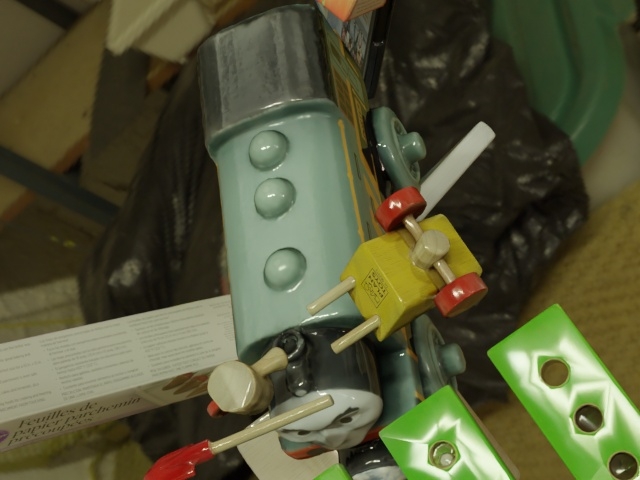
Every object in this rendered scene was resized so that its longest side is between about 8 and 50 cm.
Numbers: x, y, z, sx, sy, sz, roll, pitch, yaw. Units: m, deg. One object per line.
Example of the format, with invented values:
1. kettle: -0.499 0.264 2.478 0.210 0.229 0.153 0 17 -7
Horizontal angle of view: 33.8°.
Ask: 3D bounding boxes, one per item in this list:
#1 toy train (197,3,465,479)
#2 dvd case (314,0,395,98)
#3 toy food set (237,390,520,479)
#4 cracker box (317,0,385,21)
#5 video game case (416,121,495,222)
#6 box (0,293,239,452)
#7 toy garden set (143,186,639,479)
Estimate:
1. toy train: 0.000 0.000 0.730 0.142 0.190 0.334 -17 60 18
2. dvd case: 0.040 -0.291 1.030 0.253 0.022 0.180 101 157 -44
3. toy food set: 0.060 0.193 0.940 0.092 0.220 0.306 -37 0 24
4. cracker box: 0.024 -0.316 0.838 0.067 0.155 0.232 -34 -19 -45
5. video game case: 0.064 -0.004 1.059 0.227 0.026 0.206 -45 0 -39
6. box: -0.150 0.101 0.863 0.067 0.324 0.063 59 136 21
7. toy garden set: 0.028 0.112 0.544 0.244 0.049 0.204 -36 70 6
